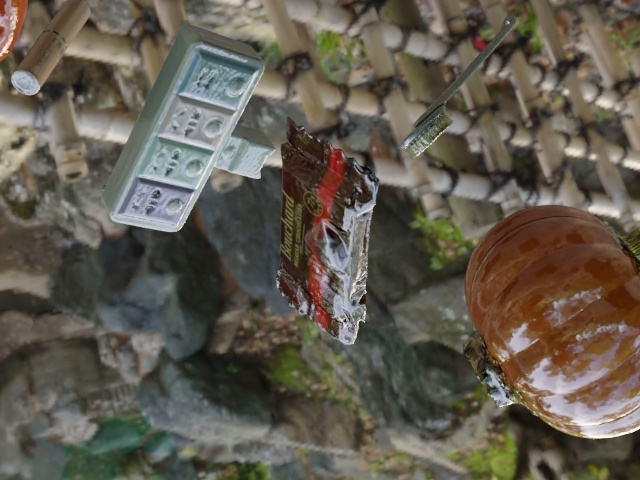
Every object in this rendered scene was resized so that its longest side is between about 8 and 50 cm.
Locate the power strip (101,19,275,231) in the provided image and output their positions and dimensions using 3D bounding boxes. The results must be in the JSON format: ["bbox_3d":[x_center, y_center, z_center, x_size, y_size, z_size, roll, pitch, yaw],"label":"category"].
[{"bbox_3d":[-0.121,-0.106,1.031,0.145,0.061,0.215,14,119,-37],"label":"power strip"}]

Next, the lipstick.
[{"bbox_3d":[-0.167,-0.123,0.625,0.019,0.094,0.019,6,132,7],"label":"lipstick"}]

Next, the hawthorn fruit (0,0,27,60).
[{"bbox_3d":[-0.416,-0.279,1.136,0.189,0.189,0.189,-15,161,-5],"label":"hawthorn fruit"}]

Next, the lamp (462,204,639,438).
[{"bbox_3d":[0.226,0.073,0.902,0.196,0.223,0.223,-36,157,12],"label":"lamp"}]

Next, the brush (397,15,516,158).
[{"bbox_3d":[0.153,-0.166,1.035,0.266,0.027,0.062,-50,-174,-40],"label":"brush"}]

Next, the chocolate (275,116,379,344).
[{"bbox_3d":[0.000,0.000,0.680,0.028,0.086,0.182,-39,154,-29],"label":"chocolate"}]
